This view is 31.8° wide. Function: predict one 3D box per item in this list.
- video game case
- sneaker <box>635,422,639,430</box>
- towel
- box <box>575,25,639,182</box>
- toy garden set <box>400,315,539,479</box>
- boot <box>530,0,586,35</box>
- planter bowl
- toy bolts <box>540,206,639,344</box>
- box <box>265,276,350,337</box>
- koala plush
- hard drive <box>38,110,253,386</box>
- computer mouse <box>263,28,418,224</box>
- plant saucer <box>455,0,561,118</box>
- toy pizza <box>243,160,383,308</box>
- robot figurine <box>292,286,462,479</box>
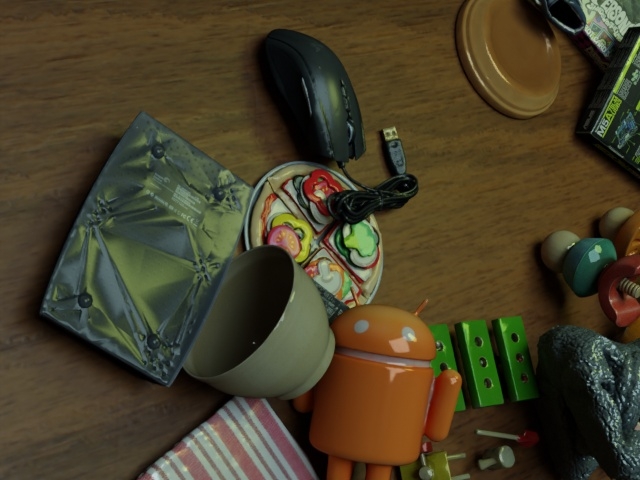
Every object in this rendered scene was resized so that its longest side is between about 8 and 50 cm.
[{"bbox_3d":[0.487,-0.356,1.765,0.232,0.042,0.210,46,68,-15],"label":"video game case"},{"bbox_3d":[0.438,0.264,1.552,0.134,0.051,0.070,-12,88,-34],"label":"sneaker"},{"bbox_3d":[-0.097,0.256,1.173,0.197,0.029,0.144,-38,99,-41],"label":"towel"},{"bbox_3d":[0.501,-0.198,1.713,0.184,0.045,0.190,30,83,-23],"label":"box"},{"bbox_3d":[0.170,0.205,1.377,0.244,0.049,0.203,-2,75,-38],"label":"toy garden set"},{"bbox_3d":[0.314,-0.377,1.611,0.190,0.069,0.086,35,28,-22],"label":"boot"},{"bbox_3d":[-0.054,0.101,1.178,0.109,0.162,0.162,42,54,-33],"label":"planter bowl"},{"bbox_3d":[0.407,0.056,1.578,0.228,0.158,0.218,0,116,-47],"label":"toy bolts"},{"bbox_3d":[-0.015,0.091,1.271,0.067,0.018,0.083,38,79,-21],"label":"box"},{"bbox_3d":[0.404,0.181,1.431,0.221,0.196,0.203,-17,85,-18],"label":"koala plush"},{"bbox_3d":[-0.181,0.009,1.170,0.172,0.054,0.254,34,58,-23],"label":"hard drive"},{"bbox_3d":[0.041,-0.153,1.373,0.184,0.060,0.262,-10,74,-51],"label":"computer mouse"},{"bbox_3d":[0.280,-0.275,1.619,0.200,0.037,0.200,13,67,-33],"label":"plant saucer"},{"bbox_3d":[0.000,0.000,1.323,0.201,0.032,0.201,13,68,-34],"label":"toy pizza"},{"bbox_3d":[0.056,0.165,1.231,0.128,0.158,0.219,11,89,-44],"label":"robot figurine"}]
